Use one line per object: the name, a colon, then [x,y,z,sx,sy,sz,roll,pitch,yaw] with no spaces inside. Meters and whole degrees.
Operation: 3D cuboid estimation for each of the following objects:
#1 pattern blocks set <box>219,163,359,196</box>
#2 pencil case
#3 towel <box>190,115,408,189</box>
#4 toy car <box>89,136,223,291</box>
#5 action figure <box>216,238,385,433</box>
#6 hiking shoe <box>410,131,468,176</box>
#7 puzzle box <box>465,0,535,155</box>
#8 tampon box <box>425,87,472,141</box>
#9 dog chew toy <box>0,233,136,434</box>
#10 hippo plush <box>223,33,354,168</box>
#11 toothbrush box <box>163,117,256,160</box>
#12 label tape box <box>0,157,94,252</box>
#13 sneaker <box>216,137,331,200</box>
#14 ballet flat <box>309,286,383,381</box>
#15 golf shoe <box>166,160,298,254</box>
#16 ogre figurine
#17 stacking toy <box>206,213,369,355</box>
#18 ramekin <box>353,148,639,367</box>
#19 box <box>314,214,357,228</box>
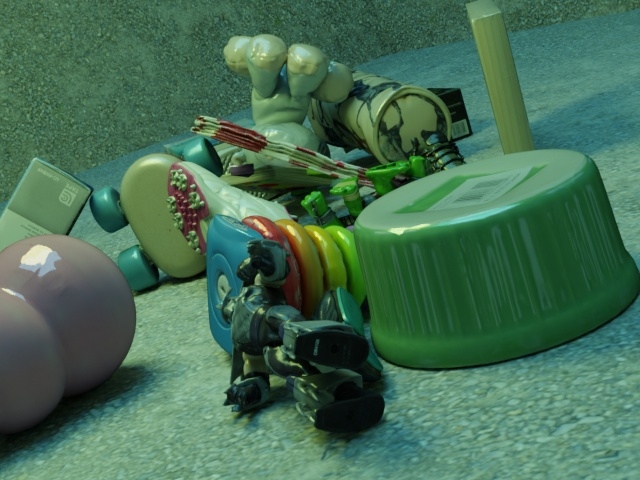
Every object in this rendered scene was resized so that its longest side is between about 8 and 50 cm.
pattern blocks set: [-0.084,-0.112,2.082,0.285,0.026,0.325,-6,-7,28]
pencil case: [0.109,-0.237,2.253,0.160,0.183,0.410,-38,23,-8]
towel: [-0.024,-0.135,1.838,0.329,0.037,0.237,18,3,11]
toy car: [-0.230,-0.045,1.929,0.219,0.210,0.238,-27,-1,9]
action figure: [-0.044,0.096,1.155,0.099,0.185,0.285,-7,15,-26]
hiking shoe: [0.191,-0.110,1.798,0.086,0.114,0.227,-22,14,-18]
puzzle box: [0.315,-0.280,1.998,0.052,0.272,0.409,-15,14,10]
tampon box: [0.220,-0.254,2.378,0.120,0.101,0.161,-20,13,-15]
dog chew toy: [-0.372,0.133,1.356,0.206,0.207,0.332,-7,24,38]
hippo plush: [-0.101,-0.241,2.170,0.234,0.237,0.294,22,-11,-31]
toothbrush box: [-0.220,-0.185,2.601,0.216,0.126,0.295,-20,12,-11]
label tape box: [-0.510,0.037,1.905,0.348,0.115,0.249,-62,11,-2]
sneaker: [-0.135,-0.143,2.330,0.321,0.126,0.127,-14,13,-41]
ballet flat: [0.020,0.115,1.224,0.074,0.074,0.203,-17,19,-1]
golf shoe: [-0.121,-0.026,1.717,0.140,0.115,0.306,-14,43,-35]
ogre figurine: [0.079,-0.042,1.655,0.197,0.118,0.097,-29,22,-37]
stacking toy: [0.019,0.041,1.396,0.301,0.166,0.175,-7,17,-26]
ramekin: [0.182,0.009,1.249,0.303,0.148,0.303,-16,13,4]
box: [0.000,0.000,1.779,0.162,0.029,0.116,-18,14,1]
